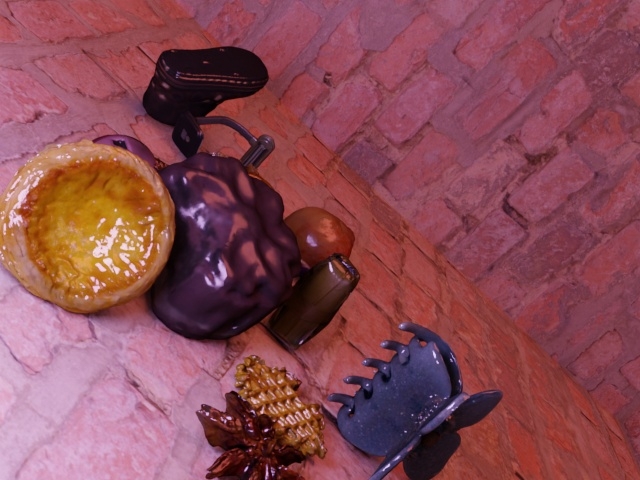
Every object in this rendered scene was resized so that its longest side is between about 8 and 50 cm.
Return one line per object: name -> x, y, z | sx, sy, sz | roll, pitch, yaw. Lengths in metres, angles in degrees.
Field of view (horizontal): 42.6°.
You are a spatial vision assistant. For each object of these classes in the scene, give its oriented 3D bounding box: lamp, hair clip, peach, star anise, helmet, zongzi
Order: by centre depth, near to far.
star anise -> -0.111, 0.382, 1.436 | 0.288, 0.088, 0.288 | 38, 22, -19
hair clip -> 0.190, 0.362, 1.801 | 0.238, 0.318, 0.392 | 51, 20, 27
helmet -> -0.440, -0.162, 1.842 | 0.198, 0.154, 0.253 | 34, 25, -29
zongzi -> 0.014, 0.126, 2.024 | 0.123, 0.260, 0.289 | 43, 19, 7
peach -> 0.000, 0.000, 2.354 | 0.232, 0.232, 0.232 | 40, 18, -15
lamp -> -0.307, -0.276, 2.449 | 0.283, 0.203, 0.125 | 3, 47, -35

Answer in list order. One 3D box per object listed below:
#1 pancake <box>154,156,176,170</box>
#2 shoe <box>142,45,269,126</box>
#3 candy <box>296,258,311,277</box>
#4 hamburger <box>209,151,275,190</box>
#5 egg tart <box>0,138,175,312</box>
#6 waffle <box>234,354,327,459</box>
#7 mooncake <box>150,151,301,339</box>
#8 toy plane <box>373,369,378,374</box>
pancake -> -0.375, -0.166, 2.084 | 0.266, 0.057, 0.244 | 50, 30, 5
shoe -> -0.346, -0.451, 2.462 | 0.383, 0.237, 0.171 | -15, 63, -43
candy -> -0.120, 0.042, 2.122 | 0.275, 0.070, 0.145 | 28, -8, -7
hamburger -> -0.224, -0.070, 1.959 | 0.146, 0.243, 0.286 | -157, -133, -73
egg tart -> -0.417, -0.026, 1.450 | 0.319, 0.319, 0.128 | 33, -12, -32
waffle -> -0.081, 0.336, 1.676 | 0.231, 0.051, 0.229 | 36, 22, -25
mooncake -> -0.207, 0.003, 1.724 | 0.350, 0.212, 0.381 | -9, 70, -58
toy plane -> 0.228, 0.428, 2.125 | 0.262, 0.088, 0.192 | 32, 13, -6
